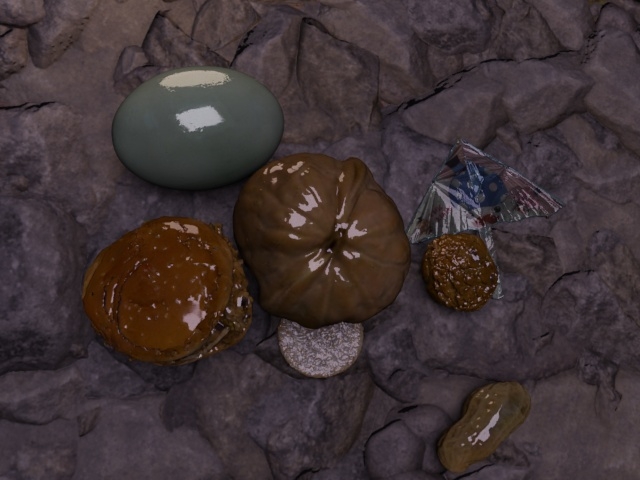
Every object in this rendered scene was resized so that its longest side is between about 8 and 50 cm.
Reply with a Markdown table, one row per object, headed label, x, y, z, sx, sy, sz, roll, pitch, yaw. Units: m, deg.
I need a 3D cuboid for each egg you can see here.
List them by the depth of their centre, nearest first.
| label | x | y | z | sx | sy | sz | roll | pitch | yaw |
| --- | --- | --- | --- | --- | --- | --- | --- | --- | --- |
| egg | -0.199 | -0.184 | 1.086 | 0.283 | 0.203 | 0.203 | -13 | 80 | -11 |

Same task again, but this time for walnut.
| label | x | y | z | sx | sy | sz | roll | pitch | yaw |
| --- | --- | --- | --- | --- | --- | --- | --- | --- | --- |
| walnut | 0.000 | 0.000 | 1.041 | 0.296 | 0.285 | 0.285 | 32 | 75 | -8 |

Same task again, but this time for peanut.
| label | x | y | z | sx | sy | sz | roll | pitch | yaw |
| --- | --- | --- | --- | --- | --- | --- | --- | --- | --- |
| peanut | 0.274 | 0.308 | 1.106 | 0.194 | 0.083 | 0.093 | -37 | 85 | -13 |

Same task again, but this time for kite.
| label | x | y | z | sx | sy | sz | roll | pitch | yaw |
| --- | --- | --- | --- | --- | --- | --- | --- | --- | --- |
| kite | 0.304 | -0.047 | 1.225 | 0.335 | 0.011 | 0.314 | -11 | 80 | -9 |

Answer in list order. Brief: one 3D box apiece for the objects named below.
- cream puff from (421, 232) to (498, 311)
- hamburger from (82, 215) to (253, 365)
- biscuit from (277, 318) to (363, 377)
| label | x | y | z | sx | sy | sz | roll | pitch | yaw |
| --- | --- | --- | --- | --- | --- | --- | --- | --- | --- |
| cream puff | 0.244 | 0.055 | 1.140 | 0.126 | 0.103 | 0.144 | -17 | 92 | -2 |
| hamburger | -0.215 | 0.080 | 1.008 | 0.260 | 0.211 | 0.245 | 21 | 80 | 15 |
| biscuit | 0.000 | 0.164 | 1.132 | 0.152 | 0.020 | 0.152 | 1 | 77 | -6 |
